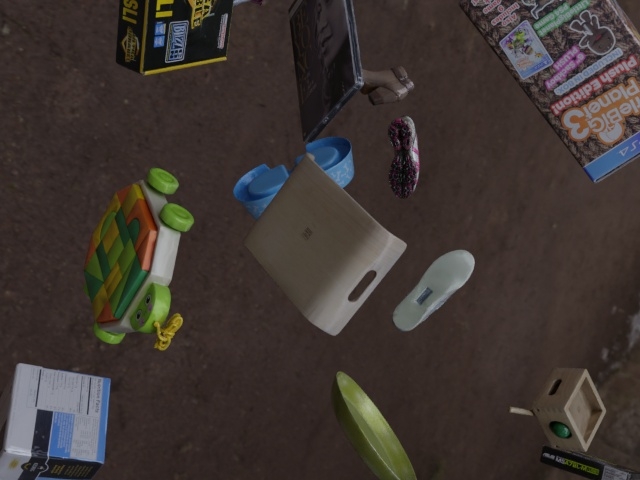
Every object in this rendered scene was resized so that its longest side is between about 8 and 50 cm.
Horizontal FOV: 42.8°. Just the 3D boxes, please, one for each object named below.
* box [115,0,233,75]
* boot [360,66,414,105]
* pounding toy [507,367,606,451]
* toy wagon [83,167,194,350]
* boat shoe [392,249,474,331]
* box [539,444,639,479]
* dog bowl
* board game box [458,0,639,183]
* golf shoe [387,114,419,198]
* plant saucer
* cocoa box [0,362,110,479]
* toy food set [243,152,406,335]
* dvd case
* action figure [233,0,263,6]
[{"bbox_3d":[-0.262,-0.493,1.549,0.257,0.079,0.322,-26,135,-52],"label":"box"},{"bbox_3d":[0.114,-0.299,1.509,0.087,0.118,0.042,-28,158,-10],"label":"boot"},{"bbox_3d":[0.447,0.320,1.541,0.141,0.100,0.130,-46,115,-36],"label":"pounding toy"},{"bbox_3d":[-0.308,0.045,1.369,0.068,0.344,0.267,21,113,-34],"label":"toy wagon"},{"bbox_3d":[0.241,0.109,1.782,0.227,0.079,0.081,-44,172,-4],"label":"boat shoe"},{"bbox_3d":[0.594,0.491,1.759,0.184,0.190,0.045,20,83,-51],"label":"box"},{"bbox_3d":[-0.054,-0.141,1.917,0.297,0.166,0.074,-25,122,0],"label":"dog bowl"},{"bbox_3d":[0.332,-0.261,1.077,0.141,0.291,0.232,-35,-169,26],"label":"board game box"},{"bbox_3d":[0.196,-0.188,1.843,0.086,0.067,0.186,-33,126,-59],"label":"golf shoe"},{"bbox_3d":[0.086,0.340,1.434,0.037,0.241,0.241,-36,149,7],"label":"plant saucer"},{"bbox_3d":[-0.672,0.488,1.976,0.227,0.232,0.347,15,138,-26],"label":"cocoa box"},{"bbox_3d":[0.000,0.000,1.559,0.220,0.306,0.092,-52,142,11],"label":"toy food set"},{"bbox_3d":[0.002,-0.268,1.110,0.018,0.164,0.221,3,68,-25],"label":"dvd case"},{"bbox_3d":[-0.170,-0.708,1.941,0.275,0.248,0.370,-33,160,0],"label":"action figure"}]
